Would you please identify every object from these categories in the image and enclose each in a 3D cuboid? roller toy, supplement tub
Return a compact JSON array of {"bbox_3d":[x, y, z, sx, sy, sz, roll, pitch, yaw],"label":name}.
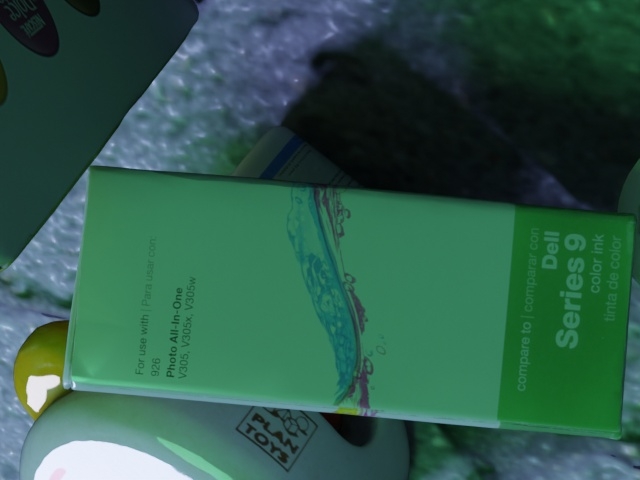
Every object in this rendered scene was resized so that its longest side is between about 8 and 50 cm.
[{"bbox_3d":[-0.060,0.130,0.834,0.191,0.146,0.209,6,126,26],"label":"roller toy"},{"bbox_3d":[0.000,0.000,0.753,0.107,0.071,0.071,38,134,1],"label":"supplement tub"}]

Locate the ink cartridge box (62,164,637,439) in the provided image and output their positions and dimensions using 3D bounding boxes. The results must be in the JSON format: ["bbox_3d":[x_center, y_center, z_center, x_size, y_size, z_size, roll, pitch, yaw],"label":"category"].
[{"bbox_3d":[0.009,0.023,0.639,0.212,0.154,0.093,4,89,-2],"label":"ink cartridge box"}]

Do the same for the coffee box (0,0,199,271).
[{"bbox_3d":[-0.299,-0.087,0.609,0.338,0.337,0.334,-34,104,17],"label":"coffee box"}]

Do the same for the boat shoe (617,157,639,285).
[{"bbox_3d":[0.282,-0.005,0.590,0.319,0.116,0.099,-2,166,23],"label":"boat shoe"}]
